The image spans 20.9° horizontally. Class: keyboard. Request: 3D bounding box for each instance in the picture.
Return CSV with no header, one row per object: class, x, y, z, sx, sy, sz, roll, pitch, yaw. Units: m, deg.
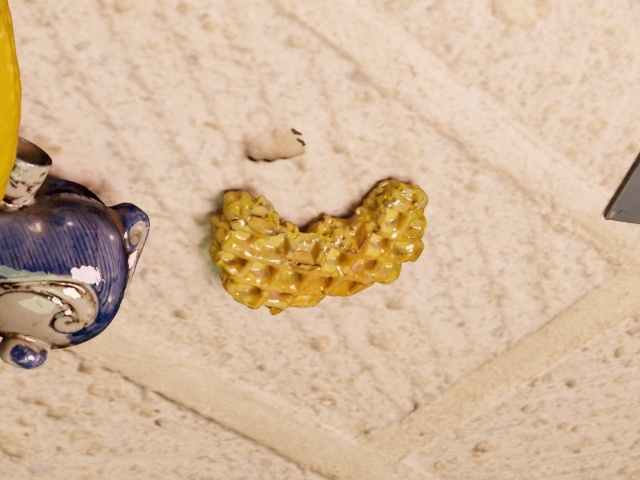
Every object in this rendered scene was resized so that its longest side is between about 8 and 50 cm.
keyboard,0.313,-0.078,1.544,0.055,0.014,0.176,4,136,-21

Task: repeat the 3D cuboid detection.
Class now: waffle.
waffle,0.000,0.003,1.505,0.194,0.051,0.149,-12,142,-5

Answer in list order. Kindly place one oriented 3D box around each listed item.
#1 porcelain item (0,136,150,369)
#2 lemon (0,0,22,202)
porcelain item,-0.267,-0.022,1.342,0.288,0.138,0.186,22,110,-31
lemon,-0.337,-0.104,1.071,0.336,0.336,0.336,-9,140,-8
